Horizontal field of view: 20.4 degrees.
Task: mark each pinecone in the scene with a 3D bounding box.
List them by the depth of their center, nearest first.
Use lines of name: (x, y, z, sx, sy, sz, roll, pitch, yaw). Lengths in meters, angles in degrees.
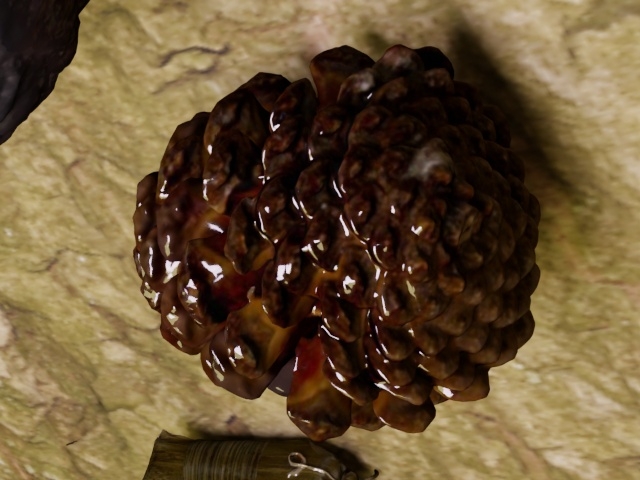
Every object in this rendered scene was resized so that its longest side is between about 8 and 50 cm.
pinecone: (-0.001, 0.003, 1.126, 0.292, 0.246, 0.246, -1, 128, 58)

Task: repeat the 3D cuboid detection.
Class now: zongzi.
zongzi: (-0.031, 0.231, 1.454, 0.187, 0.084, 0.184, 1, 141, 27)

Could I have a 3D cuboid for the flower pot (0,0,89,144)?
flower pot: (-0.219, -0.211, 1.049, 0.267, 0.267, 0.266, 19, 135, 20)
